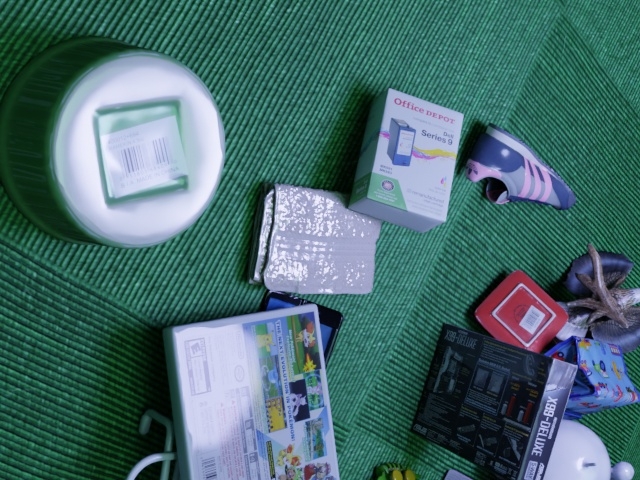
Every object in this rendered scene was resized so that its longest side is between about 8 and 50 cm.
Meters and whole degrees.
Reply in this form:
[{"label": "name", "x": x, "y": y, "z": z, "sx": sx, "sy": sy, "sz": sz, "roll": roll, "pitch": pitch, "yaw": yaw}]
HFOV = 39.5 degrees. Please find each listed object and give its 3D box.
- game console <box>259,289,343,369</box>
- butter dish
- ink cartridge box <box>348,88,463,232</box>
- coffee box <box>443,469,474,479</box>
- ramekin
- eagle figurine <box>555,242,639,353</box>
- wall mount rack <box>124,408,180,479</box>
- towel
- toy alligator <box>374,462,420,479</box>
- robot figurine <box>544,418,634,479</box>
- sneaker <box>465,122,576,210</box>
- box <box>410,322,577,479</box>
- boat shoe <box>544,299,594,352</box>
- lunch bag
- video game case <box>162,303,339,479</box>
[{"label": "game console", "x": -0.046, "y": 0.172, "z": 1.554, "sx": 0.085, "sy": 0.124, "sz": 0.144, "roll": 26, "pitch": 82, "yaw": -67}, {"label": "butter dish", "x": 0.420, "y": 0.175, "z": 1.926, "sx": 0.160, "sy": 0.118, "sz": 0.160, "roll": 44, "pitch": 69, "yaw": 9}, {"label": "ink cartridge box", "x": 0.153, "y": -0.141, "z": 1.580, "sx": 0.154, "sy": 0.093, "sz": 0.212, "roll": 17, "pitch": 72, "yaw": -15}, {"label": "coffee box", "x": 0.402, "y": 0.743, "z": 1.884, "sx": 0.338, "sy": 0.338, "sz": 0.334, "roll": 39, "pitch": 76, "yaw": -38}, {"label": "ramekin", "x": -0.280, "y": -0.131, "z": 1.245, "sx": 0.304, "sy": 0.148, "sz": 0.303, "roll": -10, "pitch": 106, "yaw": -38}, {"label": "eagle figurine", "x": 0.655, "y": 0.137, "z": 2.011, "sx": 0.298, "sy": 0.225, "sz": 0.226, "roll": 7, "pitch": 102, "yaw": -69}, {"label": "wall mount rack", "x": -0.203, "y": 0.433, "z": 1.459, "sx": 0.350, "sy": 0.131, "sz": 0.304, "roll": 10, "pitch": 90, "yaw": -41}, {"label": "towel", "x": 0.000, "y": 0.000, "z": 1.573, "sx": 0.282, "sy": 0.049, "sz": 0.187, "roll": 3, "pitch": 98, "yaw": -40}, {"label": "toy alligator", "x": 0.167, "y": 0.480, "z": 1.822, "sx": 0.190, "sy": 0.056, "sz": 0.051, "roll": 12, "pitch": 51, "yaw": -41}, {"label": "robot figurine", "x": 0.532, "y": 0.511, "z": 1.975, "sx": 0.353, "sy": 0.300, "sz": 0.199, "roll": 64, "pitch": 25, "yaw": -64}, {"label": "sneaker", "x": 0.413, "y": -0.121, "z": 1.869, "sx": 0.319, "sy": 0.112, "sz": 0.131, "roll": 32, "pitch": 96, "yaw": -37}, {"label": "box", "x": 0.331, "y": 0.314, "z": 1.750, "sx": 0.077, "sy": 0.307, "sz": 0.242, "roll": 19, "pitch": 87, "yaw": -35}, {"label": "boat shoe", "x": 0.606, "y": 0.238, "z": 2.085, "sx": 0.324, "sy": 0.116, "sz": 0.123, "roll": 37, "pitch": 76, "yaw": -39}, {"label": "lunch bag", "x": 0.498, "y": 0.330, "z": 1.938, "sx": 0.221, "sy": 0.293, "sz": 0.138, "roll": 16, "pitch": 52, "yaw": -46}, {"label": "video game case", "x": -0.103, "y": 0.282, "z": 1.436, "sx": 0.300, "sy": 0.036, "sz": 0.328, "roll": -6, "pitch": 87, "yaw": -43}]
